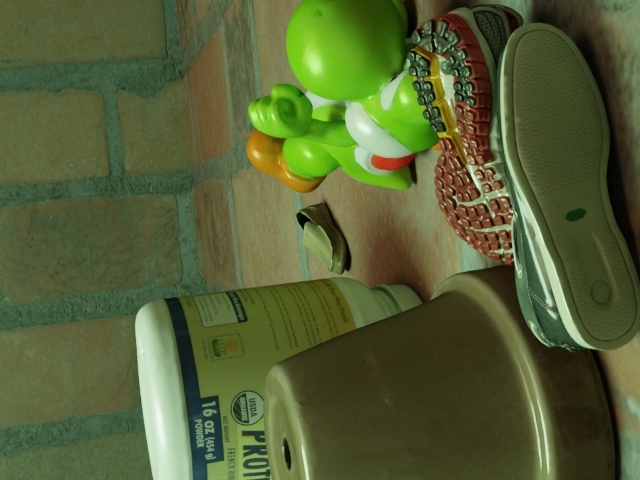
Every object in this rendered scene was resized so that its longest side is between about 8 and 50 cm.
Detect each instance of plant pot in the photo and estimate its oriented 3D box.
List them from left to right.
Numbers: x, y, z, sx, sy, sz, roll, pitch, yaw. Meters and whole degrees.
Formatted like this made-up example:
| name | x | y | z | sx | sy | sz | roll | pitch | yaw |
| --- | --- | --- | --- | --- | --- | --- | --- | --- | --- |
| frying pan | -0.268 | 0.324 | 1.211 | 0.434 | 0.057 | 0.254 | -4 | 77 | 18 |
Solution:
| name | x | y | z | sx | sy | sz | roll | pitch | yaw |
| --- | --- | --- | --- | --- | --- | --- | --- | --- | --- |
| plant pot | 0.079 | 0.163 | 0.732 | 0.263 | 0.229 | 0.263 | 173 | 90 | -73 |

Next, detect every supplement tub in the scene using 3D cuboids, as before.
| name | x | y | z | sx | sy | sz | roll | pitch | yaw |
| --- | --- | --- | --- | --- | --- | --- | --- | --- | --- |
| supplement tub | -0.041 | 0.163 | 0.991 | 0.228 | 0.316 | 0.228 | 173 | 90 | -75 |

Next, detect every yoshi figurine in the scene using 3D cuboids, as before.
| name | x | y | z | sx | sy | sz | roll | pitch | yaw |
| --- | --- | --- | --- | --- | --- | --- | --- | --- | --- |
| yoshi figurine | 0.021 | -0.163 | 0.887 | 0.362 | 0.203 | 0.204 | 167 | 103 | -72 |

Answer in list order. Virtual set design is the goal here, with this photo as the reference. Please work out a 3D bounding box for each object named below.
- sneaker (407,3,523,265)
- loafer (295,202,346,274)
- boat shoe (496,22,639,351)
| name | x | y | z | sx | sy | sz | roll | pitch | yaw |
| --- | --- | --- | --- | --- | --- | --- | --- | --- | --- |
| sneaker | 0.145 | -0.078 | 0.689 | 0.088 | 0.092 | 0.225 | 24 | 137 | 50 |
| loafer | 0.000 | 0.000 | 1.279 | 0.148 | 0.050 | 0.056 | -116 | 25 | -51 |
| boat shoe | 0.161 | -0.036 | 0.619 | 0.079 | 0.084 | 0.233 | 158 | 102 | -74 |
